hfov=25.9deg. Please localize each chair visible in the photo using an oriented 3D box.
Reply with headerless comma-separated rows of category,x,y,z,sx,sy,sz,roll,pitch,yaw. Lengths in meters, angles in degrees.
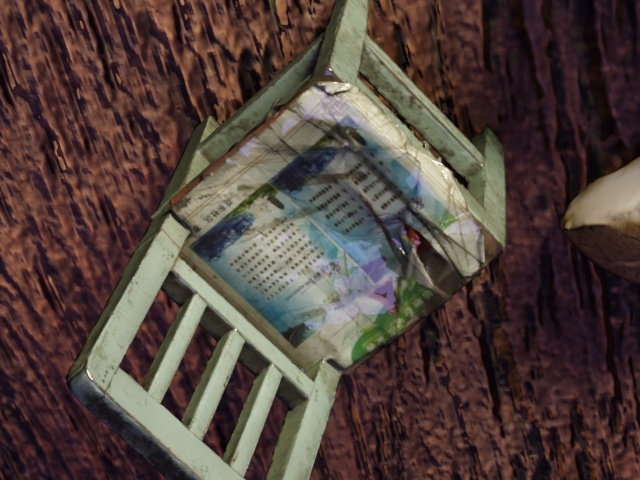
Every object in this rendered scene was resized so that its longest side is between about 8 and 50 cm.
chair,0.000,0.000,0.702,0.147,0.270,0.136,-38,107,25

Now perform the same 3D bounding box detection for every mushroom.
mushroom,0.235,-0.035,0.766,0.210,0.072,0.094,-33,119,22
